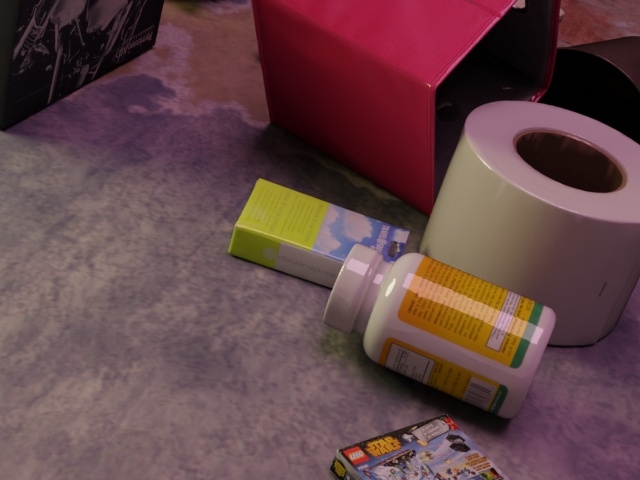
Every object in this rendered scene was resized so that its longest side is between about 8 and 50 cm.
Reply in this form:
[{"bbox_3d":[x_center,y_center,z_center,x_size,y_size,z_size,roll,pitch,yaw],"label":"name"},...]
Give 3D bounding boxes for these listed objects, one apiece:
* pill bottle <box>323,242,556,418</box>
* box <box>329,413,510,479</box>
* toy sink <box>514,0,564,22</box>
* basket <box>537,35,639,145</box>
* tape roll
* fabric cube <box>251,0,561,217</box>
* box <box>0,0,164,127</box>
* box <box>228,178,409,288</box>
[{"bbox_3d":[0.114,0.082,1.314,0.208,0.118,0.117,22,32,8],"label":"pill bottle"},{"bbox_3d":[0.089,0.208,1.193,0.137,0.027,0.094,-11,43,-38],"label":"box"},{"bbox_3d":[0.208,-0.273,1.896,0.152,0.131,0.234,35,40,25],"label":"toy sink"},{"bbox_3d":[0.402,-0.206,1.879,0.204,0.154,0.227,32,31,19],"label":"basket"},{"bbox_3d":[0.249,-0.023,1.494,0.246,0.169,0.246,13,33,-9],"label":"tape roll"},{"bbox_3d":[0.105,-0.235,1.591,0.258,0.254,0.259,32,65,24],"label":"fabric cube"},{"bbox_3d":[-0.320,-0.350,1.577,0.178,0.313,0.343,27,33,13],"label":"box"},{"bbox_3d":[0.000,0.000,1.453,0.178,0.042,0.109,19,32,1],"label":"box"}]
